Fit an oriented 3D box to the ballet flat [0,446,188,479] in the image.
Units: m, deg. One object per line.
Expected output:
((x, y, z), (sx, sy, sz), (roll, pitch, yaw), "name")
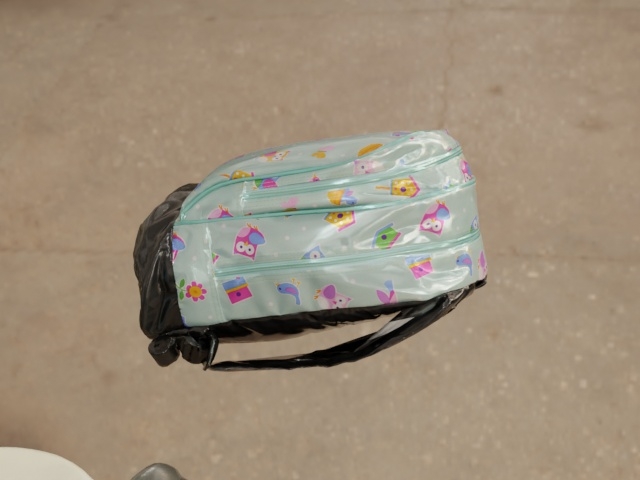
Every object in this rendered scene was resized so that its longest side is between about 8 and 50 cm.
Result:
((-0.144, 0.120, 0.475), (0.281, 0.096, 0.095), (-11, 25, 30), "ballet flat")

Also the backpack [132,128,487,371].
((0.000, 0.000, 0.685), (0.182, 0.115, 0.152), (-8, 14, 20), "backpack")
